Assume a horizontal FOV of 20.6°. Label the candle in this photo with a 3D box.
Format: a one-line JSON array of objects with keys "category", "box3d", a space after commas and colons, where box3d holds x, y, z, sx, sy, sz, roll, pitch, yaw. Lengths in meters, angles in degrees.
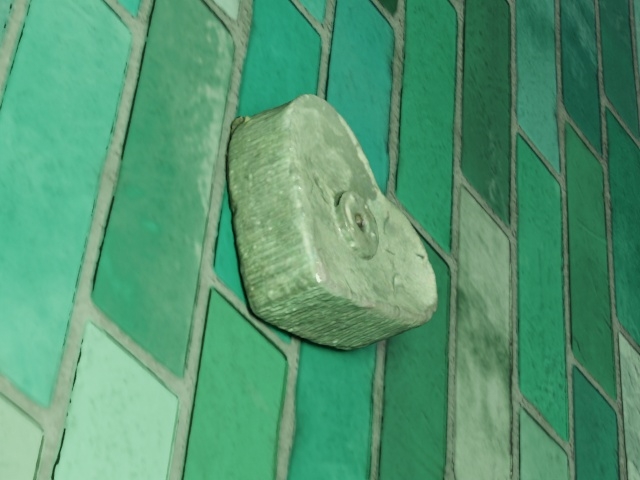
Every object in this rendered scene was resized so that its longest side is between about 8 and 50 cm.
[{"category": "candle", "box3d": [0.000, 0.000, 1.220, 0.192, 0.068, 0.168, 55, 31, -15]}]
